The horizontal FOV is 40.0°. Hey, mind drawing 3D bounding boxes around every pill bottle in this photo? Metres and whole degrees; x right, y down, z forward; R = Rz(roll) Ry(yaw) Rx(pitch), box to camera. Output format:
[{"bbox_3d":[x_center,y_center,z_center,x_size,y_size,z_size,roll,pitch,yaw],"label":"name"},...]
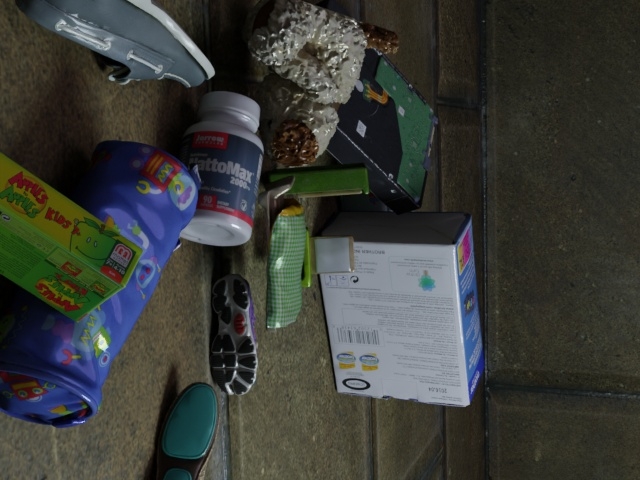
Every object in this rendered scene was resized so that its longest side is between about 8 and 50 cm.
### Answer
[{"bbox_3d":[-0.130,-0.093,1.124,0.108,0.107,0.180,44,49,-62],"label":"pill bottle"}]

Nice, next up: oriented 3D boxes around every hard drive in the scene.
[{"bbox_3d":[0.078,-0.232,1.559,0.339,0.064,0.237,39,50,-34],"label":"hard drive"}]

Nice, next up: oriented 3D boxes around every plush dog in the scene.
[{"bbox_3d":[-0.021,-0.212,1.233,0.262,0.210,0.226,-117,-137,-71],"label":"plush dog"}]

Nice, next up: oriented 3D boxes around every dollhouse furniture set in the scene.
[{"bbox_3d":[0.000,0.000,1.274,0.301,0.151,0.198,-86,173,-80],"label":"dollhouse furniture set"}]

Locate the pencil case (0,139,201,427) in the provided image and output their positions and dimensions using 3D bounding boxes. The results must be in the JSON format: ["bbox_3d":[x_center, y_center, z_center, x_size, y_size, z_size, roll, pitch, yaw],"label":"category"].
[{"bbox_3d":[-0.221,0.038,0.871,0.133,0.119,0.306,45,46,-31],"label":"pencil case"}]

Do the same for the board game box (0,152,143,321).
[{"bbox_3d":[-0.248,-0.011,0.721,0.181,0.092,0.043,37,48,-21],"label":"board game box"}]

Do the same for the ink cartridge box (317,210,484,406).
[{"bbox_3d":[0.156,0.151,1.647,0.151,0.269,0.396,-45,132,-57],"label":"ink cartridge box"}]

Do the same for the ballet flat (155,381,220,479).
[{"bbox_3d":[-0.174,0.281,1.102,0.067,0.073,0.206,110,-6,-65],"label":"ballet flat"}]

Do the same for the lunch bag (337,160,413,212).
[{"bbox_3d":[0.119,-0.114,1.769,0.224,0.107,0.279,-41,128,-63],"label":"lunch bag"}]

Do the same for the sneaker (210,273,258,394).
[{"bbox_3d":[-0.111,0.132,1.240,0.071,0.068,0.170,13,78,-74],"label":"sneaker"}]

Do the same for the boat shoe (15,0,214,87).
[{"bbox_3d":[-0.216,-0.229,0.959,0.099,0.116,0.319,-45,164,4],"label":"boat shoe"}]
